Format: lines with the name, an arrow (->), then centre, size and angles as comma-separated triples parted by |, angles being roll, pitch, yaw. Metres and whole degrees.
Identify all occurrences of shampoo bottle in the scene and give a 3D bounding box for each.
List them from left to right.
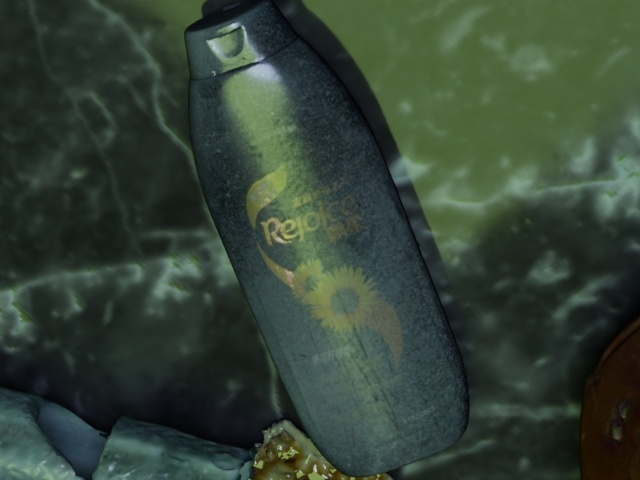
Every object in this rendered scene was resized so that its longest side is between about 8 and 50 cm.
shampoo bottle -> 0.000, 0.000, 0.741 | 0.087, 0.049, 0.234 | -20, 108, 6

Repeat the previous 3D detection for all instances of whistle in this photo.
whistle -> -0.187, 0.096, 0.779 | 0.312, 0.062, 0.062 | 12, 112, 6

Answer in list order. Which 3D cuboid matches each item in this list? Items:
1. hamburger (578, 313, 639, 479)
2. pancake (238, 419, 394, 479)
hamburger -> 0.228, 0.107, 0.652 | 0.146, 0.286, 0.243 | 13, 87, -33
pancake -> 0.005, 0.214, 0.823 | 0.266, 0.057, 0.244 | -25, 106, 16
